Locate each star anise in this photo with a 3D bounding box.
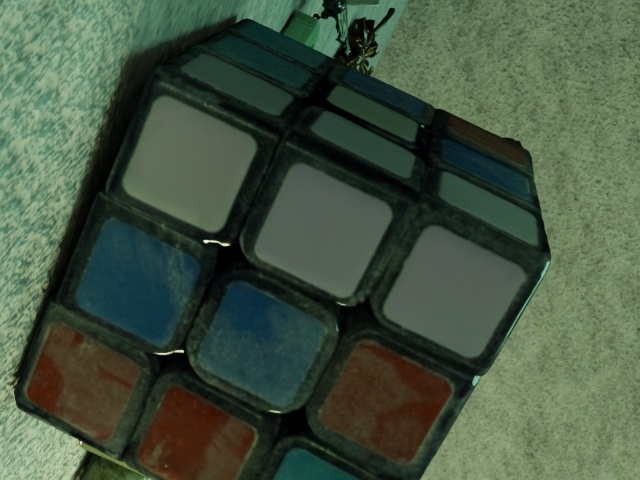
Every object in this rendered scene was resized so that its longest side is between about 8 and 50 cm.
[{"bbox_3d":[0.088,-0.400,2.212,0.234,0.073,0.177,-30,142,-56],"label":"star anise"}]

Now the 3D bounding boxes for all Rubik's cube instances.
[{"bbox_3d":[-0.022,0.028,0.975,0.359,0.362,0.363,-62,177,18],"label":"Rubik's cube"}]

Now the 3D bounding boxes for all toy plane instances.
[{"bbox_3d":[0.024,-0.347,1.431,0.234,0.082,0.160,-105,-174,-63],"label":"toy plane"}]

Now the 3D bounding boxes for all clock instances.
[{"bbox_3d":[-0.045,-0.239,1.422,0.101,0.041,0.135,-63,179,-33],"label":"clock"}]

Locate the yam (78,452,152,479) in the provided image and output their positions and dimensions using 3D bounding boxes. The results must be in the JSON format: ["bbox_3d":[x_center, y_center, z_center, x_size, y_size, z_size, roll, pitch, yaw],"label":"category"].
[{"bbox_3d":[-0.258,0.294,1.506,0.330,0.133,0.133,-59,175,-32],"label":"yam"}]

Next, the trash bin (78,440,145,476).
[{"bbox_3d":[-0.172,0.250,1.392,0.122,0.240,0.164,113,2,-80],"label":"trash bin"}]
